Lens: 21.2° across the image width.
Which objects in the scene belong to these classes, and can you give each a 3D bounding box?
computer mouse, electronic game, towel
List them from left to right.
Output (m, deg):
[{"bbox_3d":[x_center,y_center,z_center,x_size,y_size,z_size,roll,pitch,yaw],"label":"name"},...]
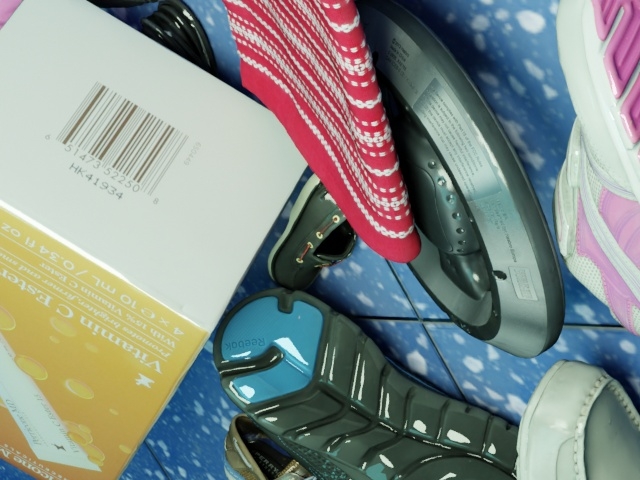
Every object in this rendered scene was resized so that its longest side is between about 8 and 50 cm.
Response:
[{"bbox_3d":[-0.158,-0.099,1.233,0.262,0.060,0.184,8,133,46],"label":"computer mouse"},{"bbox_3d":[-0.021,-0.121,0.935,0.199,0.031,0.275,53,170,35],"label":"towel"},{"bbox_3d":[0.071,-0.035,0.984,0.229,0.048,0.229,58,168,20],"label":"electronic game"}]

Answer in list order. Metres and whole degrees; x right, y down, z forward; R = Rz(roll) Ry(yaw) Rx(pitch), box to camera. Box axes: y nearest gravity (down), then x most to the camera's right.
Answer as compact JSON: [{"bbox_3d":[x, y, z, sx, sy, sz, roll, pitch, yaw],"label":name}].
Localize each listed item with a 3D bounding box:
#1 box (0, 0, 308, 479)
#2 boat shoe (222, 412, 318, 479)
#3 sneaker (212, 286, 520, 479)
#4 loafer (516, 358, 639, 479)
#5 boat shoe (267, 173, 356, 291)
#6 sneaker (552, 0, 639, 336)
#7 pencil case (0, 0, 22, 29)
[{"bbox_3d":[-0.173,0.018,1.190,0.215,0.168,0.345,30,147,-2],"label":"box"},{"bbox_3d":[-0.013,0.204,1.400,0.183,0.066,0.066,27,142,30],"label":"boat shoe"},{"bbox_3d":[0.072,0.158,1.231,0.341,0.125,0.139,43,174,4],"label":"sneaker"},{"bbox_3d":[0.213,0.200,1.093,0.111,0.112,0.319,9,141,39],"label":"loafer"},{"bbox_3d":[-0.001,0.001,1.169,0.042,0.049,0.133,47,146,15],"label":"boat shoe"},{"bbox_3d":[0.163,-0.029,0.885,0.111,0.103,0.252,8,131,44],"label":"sneaker"},{"bbox_3d":[-0.237,-0.173,1.207,0.095,0.098,0.209,41,149,9],"label":"pencil case"}]
